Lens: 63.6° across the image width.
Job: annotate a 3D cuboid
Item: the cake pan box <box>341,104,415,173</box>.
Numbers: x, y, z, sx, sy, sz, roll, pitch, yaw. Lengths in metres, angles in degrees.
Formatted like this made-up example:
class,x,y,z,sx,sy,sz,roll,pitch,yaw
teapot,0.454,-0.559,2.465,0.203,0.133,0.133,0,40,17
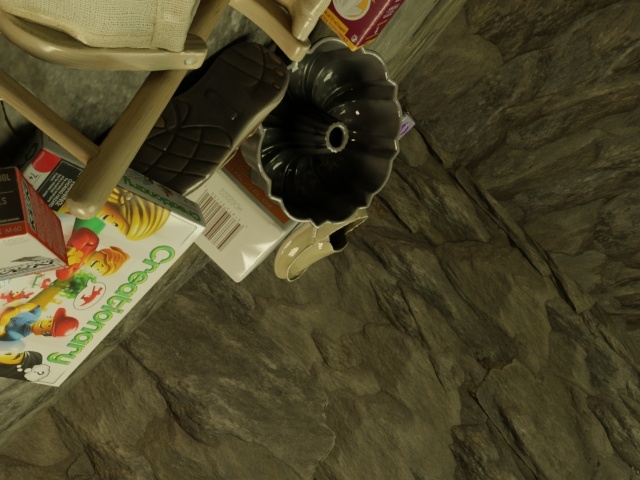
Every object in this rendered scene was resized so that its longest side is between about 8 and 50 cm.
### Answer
class,x,y,z,sx,sy,sz,roll,pitch,yaw
cake pan box,0.030,-0.260,1.127,0.246,0.266,0.070,-45,155,13

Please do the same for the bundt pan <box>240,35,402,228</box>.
class,x,y,z,sx,sy,sz,roll,pitch,yaw
bundt pan,-0.007,-0.196,0.937,0.331,0.330,0.124,-45,-140,-17

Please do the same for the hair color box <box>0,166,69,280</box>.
class,x,y,z,sx,sy,sz,roll,pitch,yaw
hair color box,-0.266,-0.003,0.410,0.093,0.053,0.167,-12,172,-18

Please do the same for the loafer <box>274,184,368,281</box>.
class,x,y,z,sx,sy,sz,roll,pitch,yaw
loafer,0.000,0.000,1.101,0.268,0.092,0.102,-51,157,23

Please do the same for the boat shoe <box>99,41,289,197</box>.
class,x,y,z,sx,sy,sz,roll,pitch,yaw
boat shoe,-0.169,-0.133,0.692,0.324,0.123,0.116,-44,-177,-25

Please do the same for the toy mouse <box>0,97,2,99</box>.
class,x,y,z,sx,sy,sz,roll,pitch,yaw
toy mouse,-0.284,-0.060,0.293,0.143,0.031,0.161,-36,180,12

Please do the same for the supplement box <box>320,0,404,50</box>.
class,x,y,z,sx,sy,sz,roll,pitch,yaw
supplement box,0.081,-0.392,0.761,0.188,0.104,0.081,-44,-178,44

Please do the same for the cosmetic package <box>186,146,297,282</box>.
class,x,y,z,sx,sy,sz,roll,pitch,yaw
cosmetic package,-0.134,-0.108,1.179,0.161,0.230,0.453,-45,-178,23

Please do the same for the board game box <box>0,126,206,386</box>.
class,x,y,z,sx,sy,sz,roll,pitch,yaw
board game box,-0.301,0.038,0.577,0.305,0.053,0.193,-45,137,15

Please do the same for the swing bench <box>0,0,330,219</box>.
class,x,y,z,sx,sy,sz,roll,pitch,yaw
swing bench,-0.069,-0.187,0.256,0.253,0.165,0.254,-44,-173,50
